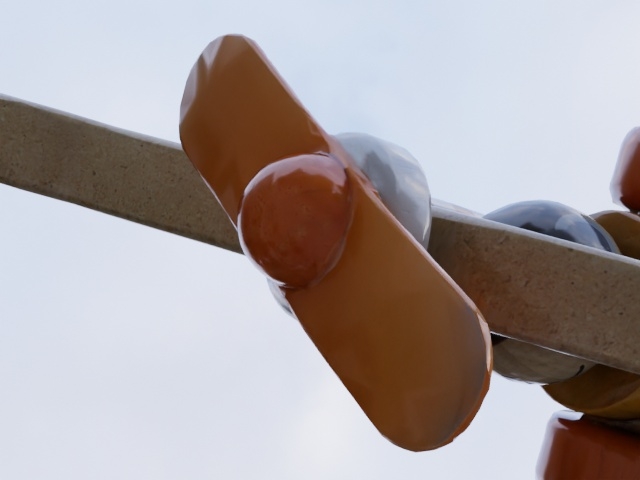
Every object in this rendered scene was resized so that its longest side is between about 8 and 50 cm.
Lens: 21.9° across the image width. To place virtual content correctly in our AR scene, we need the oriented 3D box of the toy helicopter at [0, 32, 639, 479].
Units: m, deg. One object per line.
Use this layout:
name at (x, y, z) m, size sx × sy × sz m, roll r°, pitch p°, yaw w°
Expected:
toy helicopter at (0.000, 0.000, 0.589) m, size 0.355 × 0.235 × 0.140 m, roll 16°, pitch -87°, yaw 26°
